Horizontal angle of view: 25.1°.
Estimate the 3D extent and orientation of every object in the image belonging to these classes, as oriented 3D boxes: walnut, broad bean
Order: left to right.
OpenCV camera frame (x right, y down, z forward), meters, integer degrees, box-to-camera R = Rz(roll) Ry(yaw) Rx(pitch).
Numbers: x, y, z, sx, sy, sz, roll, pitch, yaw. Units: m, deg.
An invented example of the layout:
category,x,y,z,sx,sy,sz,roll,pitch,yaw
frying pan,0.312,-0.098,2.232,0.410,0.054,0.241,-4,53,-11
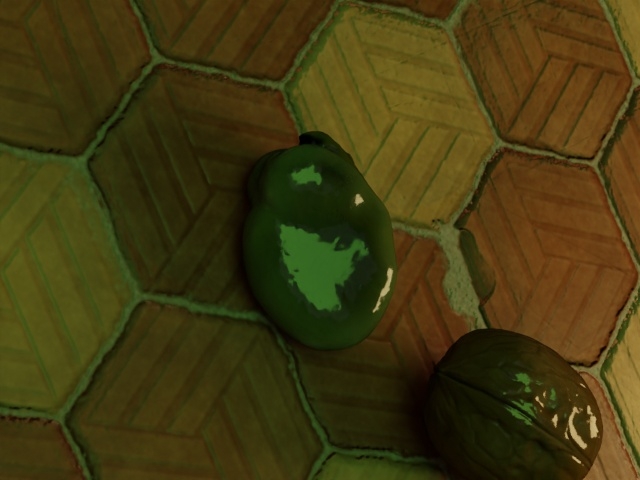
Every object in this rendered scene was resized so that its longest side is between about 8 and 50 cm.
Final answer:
category,x,y,z,sx,sy,sz,roll,pitch,yaw
broad bean,0.000,0.000,1.497,0.169,0.100,0.228,2,90,-22
walnut,0.202,0.187,1.528,0.207,0.167,0.167,35,64,-21
